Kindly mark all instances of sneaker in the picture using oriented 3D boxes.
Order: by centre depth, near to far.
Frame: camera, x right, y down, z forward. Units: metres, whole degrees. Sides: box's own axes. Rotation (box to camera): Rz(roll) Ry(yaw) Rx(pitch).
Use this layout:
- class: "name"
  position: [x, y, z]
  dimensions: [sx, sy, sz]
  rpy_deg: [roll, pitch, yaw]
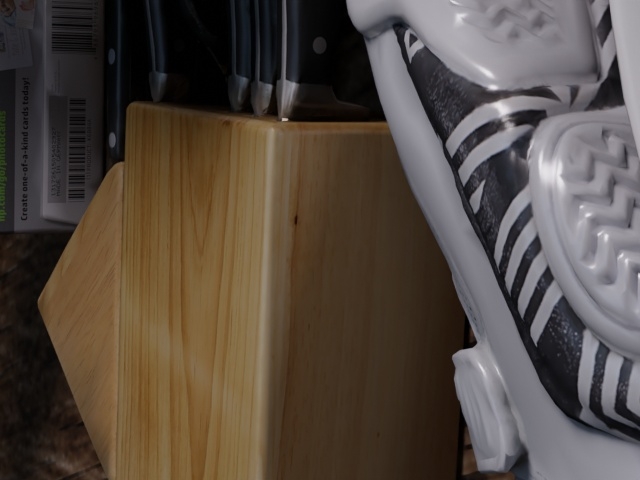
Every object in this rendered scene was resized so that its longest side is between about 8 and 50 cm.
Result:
- class: "sneaker"
  position: [0.080, 0.087, 0.479]
  dimensions: [0.210, 0.137, 0.366]
  rpy_deg: [-55, 53, 36]

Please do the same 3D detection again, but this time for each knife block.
- class: "knife block"
  position: [0.000, 0.000, 0.627]
  dimensions: [0.242, 0.088, 0.276]
  rpy_deg: [-55, 50, 41]

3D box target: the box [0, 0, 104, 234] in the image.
- class: "box"
  position: [-0.183, -0.074, 0.792]
  dimensions: [0.038, 0.186, 0.145]
  rpy_deg: [7, 98, 54]

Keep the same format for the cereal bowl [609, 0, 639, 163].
- class: "cereal bowl"
  position: [0.210, -0.073, 0.290]
  dimensions: [0.339, 0.141, 0.339]
  rpy_deg: [6, 97, 54]
